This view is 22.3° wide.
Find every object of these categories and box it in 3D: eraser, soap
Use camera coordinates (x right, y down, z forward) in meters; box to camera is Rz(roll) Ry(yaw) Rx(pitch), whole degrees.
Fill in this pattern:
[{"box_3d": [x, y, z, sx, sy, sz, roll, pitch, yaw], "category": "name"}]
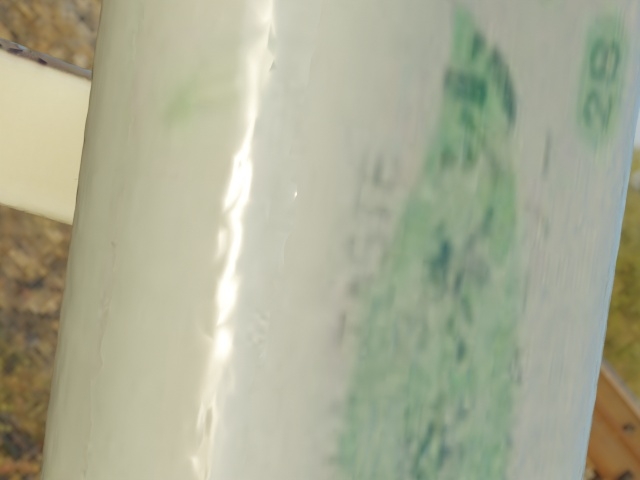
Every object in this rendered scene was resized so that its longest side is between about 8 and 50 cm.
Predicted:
[{"box_3d": [0.008, 0.020, 0.396, 0.081, 0.227, 0.174, 10, 2, 36], "category": "eraser"}, {"box_3d": [-0.098, -0.042, 0.695, 0.183, 0.063, 0.121, 18, 4, -23], "category": "soap"}]
